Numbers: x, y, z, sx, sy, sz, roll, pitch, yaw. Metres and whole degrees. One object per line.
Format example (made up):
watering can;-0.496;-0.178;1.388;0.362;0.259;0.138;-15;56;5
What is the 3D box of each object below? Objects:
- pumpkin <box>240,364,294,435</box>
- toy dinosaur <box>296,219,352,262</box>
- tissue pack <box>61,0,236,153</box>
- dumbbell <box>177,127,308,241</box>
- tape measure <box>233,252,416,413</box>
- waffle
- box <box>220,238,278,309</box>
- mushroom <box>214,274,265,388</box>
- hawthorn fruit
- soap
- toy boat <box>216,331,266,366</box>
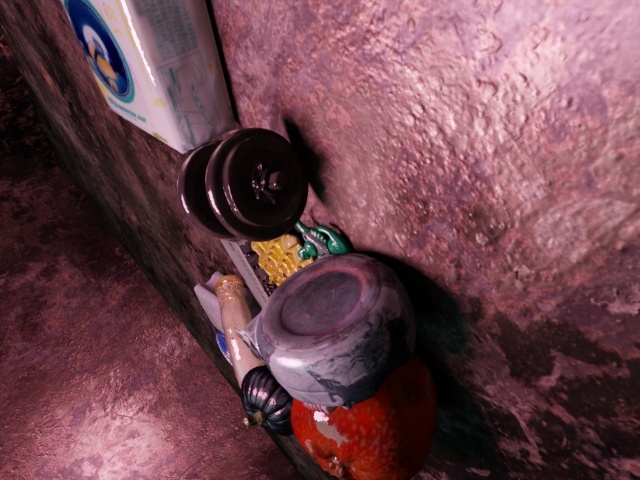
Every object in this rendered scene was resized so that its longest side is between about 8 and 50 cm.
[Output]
pumpkin;-0.111;0.394;1.123;0.194;0.150;0.194;23;165;7
toy dinosaur;0.000;0.000;0.860;0.132;0.059;0.096;41;143;5
tissue pack;-0.322;-0.384;0.800;0.287;0.162;0.388;31;146;32
dumbbell;-0.139;-0.094;0.813;0.290;0.192;0.192;2;124;55
tape measure;0.022;0.142;0.758;0.275;0.256;0.147;18;144;50
waffle;-0.064;0.066;1.030;0.261;0.056;0.250;25;141;48
box;-0.170;0.104;1.239;0.270;0.045;0.211;62;159;-15
mushroom;-0.222;0.270;1.282;0.123;0.095;0.351;133;123;-70
hawthorn fruit;0.085;0.300;0.859;0.275;0.300;0.275;16;165;5
soap;-0.261;0.249;1.490;0.347;0.115;0.208;18;137;49
toy boat;-0.254;0.425;1.619;0.295;0.129;0.088;40;122;-2
